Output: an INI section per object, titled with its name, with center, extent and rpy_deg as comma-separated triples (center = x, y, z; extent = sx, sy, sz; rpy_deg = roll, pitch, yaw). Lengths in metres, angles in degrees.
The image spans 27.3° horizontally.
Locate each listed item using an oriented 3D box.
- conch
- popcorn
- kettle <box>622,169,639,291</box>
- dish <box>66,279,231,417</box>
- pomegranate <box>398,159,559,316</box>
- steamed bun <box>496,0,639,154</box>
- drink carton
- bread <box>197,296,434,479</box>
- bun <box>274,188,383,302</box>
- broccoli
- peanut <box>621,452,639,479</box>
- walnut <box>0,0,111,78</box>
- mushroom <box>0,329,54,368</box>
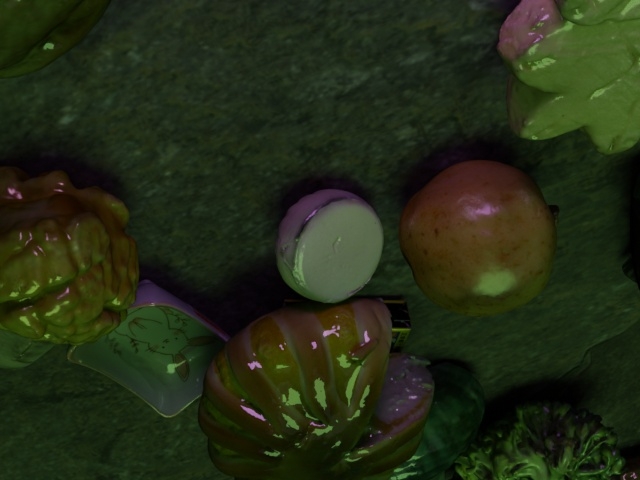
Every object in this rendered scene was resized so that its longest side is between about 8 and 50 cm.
[conch]
center = 0.118, 0.303, 1.894
extent = 0.220, 0.195, 0.277
rpy_deg = -1, 106, -22
[popcorn]
center = -0.307, 0.024, 1.444
extent = 0.203, 0.226, 0.200
rpy_deg = 9, 124, 22
[kettle]
center = 0.479, 0.009, 1.643
extent = 0.202, 0.144, 0.232
rpy_deg = 10, 151, 17
[dish]
center = -0.204, 0.127, 1.668
extent = 0.151, 0.077, 0.212
rpy_deg = -31, 137, 19
[pomegranate]
center = 0.196, -0.004, 1.542
extent = 0.196, 0.196, 0.196
rpy_deg = -7, 140, -6
[steamed bun]
center = 0.306, -0.218, 1.354
extent = 0.295, 0.137, 0.292
rpy_deg = 19, 131, -38
[drink carton]
center = 0.030, 0.114, 1.730
extent = 0.165, 0.056, 0.071
rpy_deg = 1, 145, -15
[bread]
center = -0.003, 0.220, 1.660
extent = 0.333, 0.160, 0.333
rpy_deg = -10, 136, -10
[bun]
center = 0.000, 0.000, 1.567
extent = 0.138, 0.094, 0.138
rpy_deg = -12, 113, -30
[broccoli]
center = 0.308, 0.373, 1.954
extent = 0.247, 0.246, 0.288
rpy_deg = 6, 132, -7
[peanut]
center = 0.518, 0.392, 2.145
extent = 0.229, 0.098, 0.103
rpy_deg = -21, 113, 15
[walnut]
center = -0.285, -0.264, 1.085
extent = 0.282, 0.227, 0.283
rpy_deg = 7, 114, 16
[mushroom]
center = -0.401, 0.081, 1.538
extent = 0.096, 0.108, 0.247
rpy_deg = -11, 148, 43
